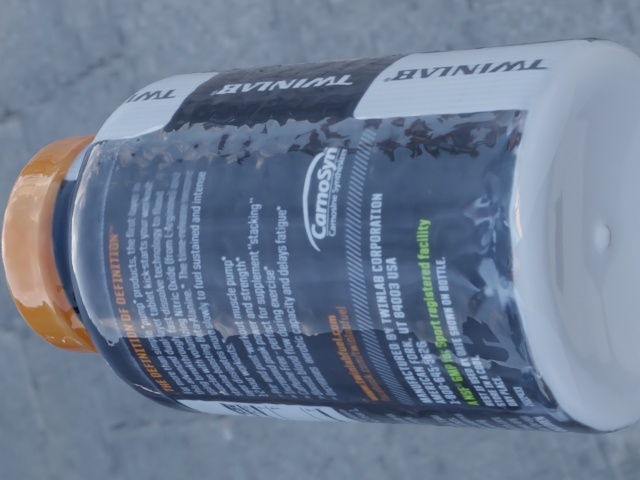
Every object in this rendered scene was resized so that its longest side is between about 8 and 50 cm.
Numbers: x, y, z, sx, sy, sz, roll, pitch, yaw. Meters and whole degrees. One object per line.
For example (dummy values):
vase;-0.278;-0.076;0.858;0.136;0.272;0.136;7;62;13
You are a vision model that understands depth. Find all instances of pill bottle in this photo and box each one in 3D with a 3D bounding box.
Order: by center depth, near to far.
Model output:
pill bottle;0.000;0.000;0.694;0.245;0.130;0.130;-1;104;37
